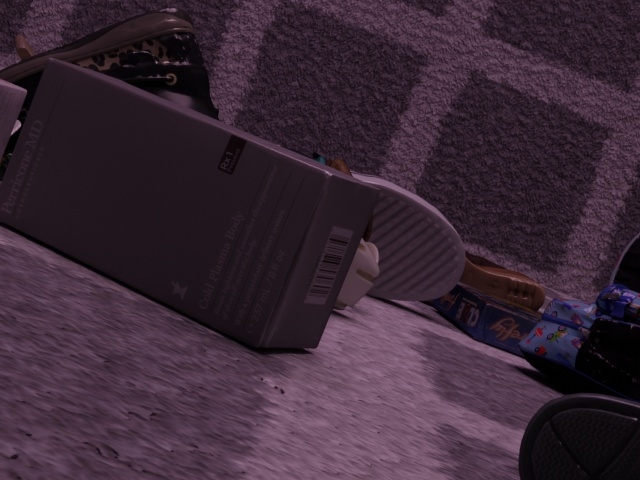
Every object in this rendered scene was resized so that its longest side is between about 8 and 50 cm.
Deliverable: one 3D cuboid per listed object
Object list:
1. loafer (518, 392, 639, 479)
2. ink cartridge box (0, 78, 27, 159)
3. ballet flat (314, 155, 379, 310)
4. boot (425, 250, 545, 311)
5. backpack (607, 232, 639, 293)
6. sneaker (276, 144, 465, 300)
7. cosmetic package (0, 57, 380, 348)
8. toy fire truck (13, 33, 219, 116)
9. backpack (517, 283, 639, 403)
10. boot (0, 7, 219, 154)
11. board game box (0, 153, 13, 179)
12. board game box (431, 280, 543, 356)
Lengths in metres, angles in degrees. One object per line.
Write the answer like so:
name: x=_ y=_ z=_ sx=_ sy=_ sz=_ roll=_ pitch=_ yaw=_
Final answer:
loafer: x=0.233 y=0.145 z=0.658 sx=0.268 sy=0.096 sz=0.084 roll=22 pitch=-2 yaw=28
ink cartridge box: x=-0.291 y=-0.092 z=0.970 sx=0.092 sy=0.089 sz=0.143 roll=23 pitch=3 yaw=16
ballet flat: x=0.000 y=0.000 z=1.211 sx=0.124 sy=0.116 sz=0.342 roll=47 pitch=10 yaw=-1
boot: x=0.153 y=0.050 z=1.693 sx=0.248 sy=0.090 sz=0.207 roll=20 pitch=-8 yaw=-7
backpack: x=0.495 y=0.100 z=1.698 sx=0.254 sy=0.225 sz=0.191 roll=18 pitch=-19 yaw=15
sneaker: x=0.001 y=-0.031 z=1.447 sx=0.321 sy=0.126 sz=0.127 roll=20 pitch=10 yaw=-10
cosmetic package: x=-0.095 y=-0.026 z=0.906 sx=0.238 sy=0.127 sz=0.107 roll=22 pitch=4 yaw=22
toy fire truck: x=-0.274 y=-0.162 z=1.697 sx=0.246 sy=0.158 sz=0.217 roll=7 pitch=10 yaw=-24
backpack: x=0.290 y=0.105 z=1.287 sx=0.173 sy=0.116 sz=0.158 roll=22 pitch=2 yaw=43
boot: x=-0.181 y=-0.066 z=1.067 sx=0.085 sy=0.236 sz=0.178 roll=78 pitch=-14 yaw=-79
board game box: x=-0.233 y=-0.056 z=1.243 sx=0.260 sy=0.030 sz=0.136 roll=20 pitch=7 yaw=-27
board game box: x=0.263 y=0.114 z=1.507 sx=0.243 sy=0.042 sz=0.165 roll=21 pitch=4 yaw=-13
